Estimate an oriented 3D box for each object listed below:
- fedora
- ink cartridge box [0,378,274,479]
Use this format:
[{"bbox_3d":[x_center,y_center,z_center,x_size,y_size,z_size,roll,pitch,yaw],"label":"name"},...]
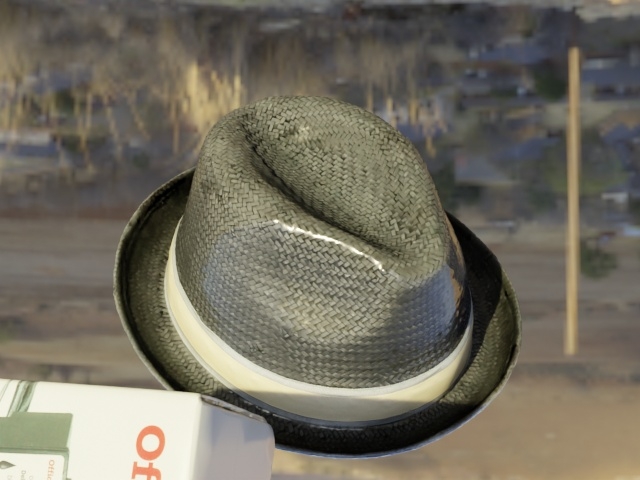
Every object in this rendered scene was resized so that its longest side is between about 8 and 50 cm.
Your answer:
[{"bbox_3d":[0.000,0.000,1.009,0.334,0.334,0.152,1,135,-3],"label":"fedora"},{"bbox_3d":[-0.136,0.137,0.573,0.208,0.153,0.087,1,166,18],"label":"ink cartridge box"}]
